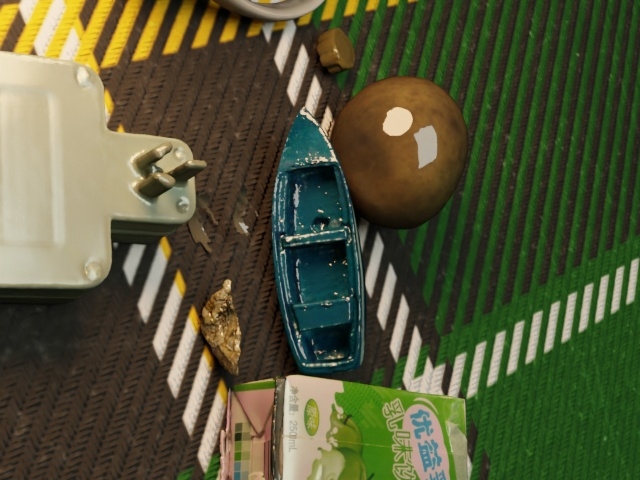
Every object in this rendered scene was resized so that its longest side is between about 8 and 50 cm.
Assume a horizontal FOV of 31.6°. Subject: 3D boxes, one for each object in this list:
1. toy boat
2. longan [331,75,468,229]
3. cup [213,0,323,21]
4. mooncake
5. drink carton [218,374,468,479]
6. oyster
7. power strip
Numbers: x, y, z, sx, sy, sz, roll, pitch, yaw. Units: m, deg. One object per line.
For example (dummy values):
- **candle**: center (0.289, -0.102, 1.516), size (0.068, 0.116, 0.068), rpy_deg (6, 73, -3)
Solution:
- **toy boat**: center (0.000, 0.000, 1.266), size (0.062, 0.096, 0.299), rpy_deg (17, 67, -73)
- **longan**: center (0.093, -0.105, 1.333), size (0.167, 0.167, 0.187), rpy_deg (12, 64, -35)
- **cup**: center (-0.088, -0.398, 1.271), size (0.327, 0.237, 0.323), rpy_deg (-28, 124, -41)
- **mooncake**: center (-0.040, -0.129, 1.311), size (0.347, 0.057, 0.150), rpy_deg (-38, 102, -41)
- **drink carton**: center (0.032, 0.240, 1.212), size (0.271, 0.108, 0.161), rpy_deg (13, 69, -34)
- **oyster**: center (-0.103, 0.095, 1.183), size (0.038, 0.081, 0.083), rpy_deg (1, 39, -15)
- **power strip**: center (-0.242, -0.060, 1.081), size (0.261, 0.141, 0.229), rpy_deg (4, 74, -34)
